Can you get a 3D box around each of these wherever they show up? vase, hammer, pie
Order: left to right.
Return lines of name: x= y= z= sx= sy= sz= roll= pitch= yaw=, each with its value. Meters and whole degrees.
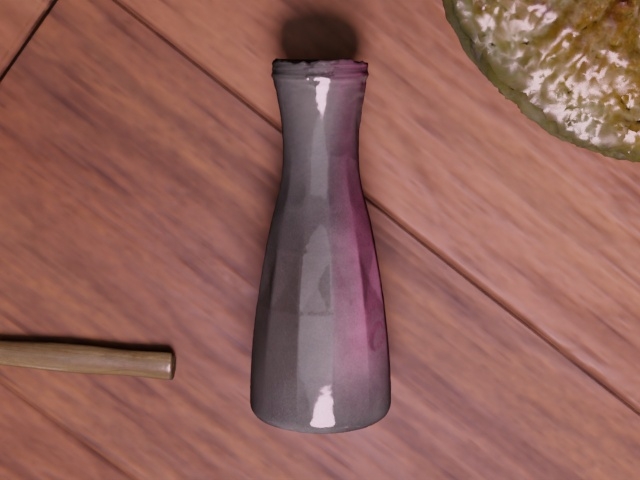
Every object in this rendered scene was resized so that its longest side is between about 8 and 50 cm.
hammer: x=-0.192 y=0.070 z=0.716 sx=0.198 sy=0.013 sz=0.062 roll=4 pitch=106 yaw=2
vase: x=0.000 y=0.000 z=0.655 sx=0.086 sy=0.086 sz=0.214 roll=1 pitch=101 yaw=3
pie: x=0.198 y=-0.168 z=0.603 sx=0.277 sy=0.078 sz=0.277 roll=2 pitch=105 yaw=8
